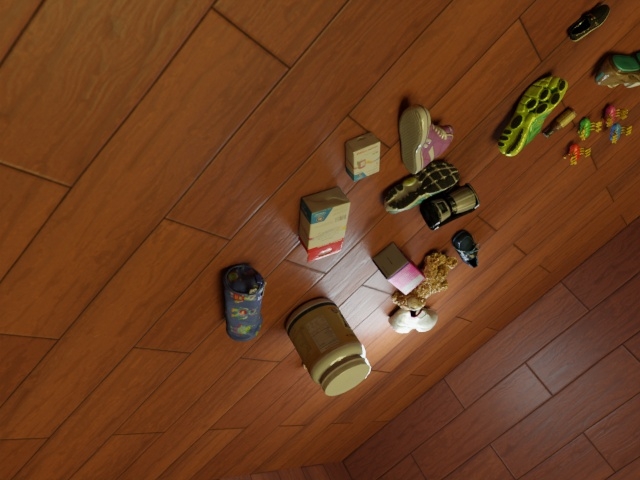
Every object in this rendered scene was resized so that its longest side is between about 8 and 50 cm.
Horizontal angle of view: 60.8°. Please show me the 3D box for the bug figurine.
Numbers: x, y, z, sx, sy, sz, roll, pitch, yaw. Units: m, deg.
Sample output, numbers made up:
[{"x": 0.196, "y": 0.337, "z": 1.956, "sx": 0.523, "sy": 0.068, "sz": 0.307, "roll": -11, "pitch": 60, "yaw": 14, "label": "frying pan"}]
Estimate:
[{"x": 1.094, "y": -0.424, "z": 2.158, "sx": 0.279, "sy": 0.072, "sz": 0.216, "roll": -26, "pitch": 140, "yaw": -3, "label": "bug figurine"}]

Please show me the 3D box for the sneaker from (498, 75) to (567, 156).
[{"x": 0.703, "y": -0.420, "z": 1.827, "sx": 0.123, "sy": 0.109, "sz": 0.295, "roll": -24, "pitch": 151, "yaw": -58, "label": "sneaker"}]

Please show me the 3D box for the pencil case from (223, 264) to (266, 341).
[{"x": -0.245, "y": 0.206, "z": 1.768, "sx": 0.133, "sy": 0.119, "sz": 0.306, "roll": 0, "pitch": 140, "yaw": -8, "label": "pencil case"}]

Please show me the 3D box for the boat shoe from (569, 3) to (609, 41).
[{"x": 0.810, "y": -0.659, "z": 1.640, "sx": 0.133, "sy": 0.049, "sz": 0.042, "roll": -40, "pitch": 154, "yaw": 17, "label": "boat shoe"}]

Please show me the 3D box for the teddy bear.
[{"x": 0.454, "y": 0.185, "z": 2.348, "sx": 0.338, "sy": 0.113, "sz": 0.245, "roll": -44, "pitch": 143, "yaw": 14, "label": "teddy bear"}]

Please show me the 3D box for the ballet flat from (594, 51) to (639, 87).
[{"x": 1.097, "y": -0.592, "z": 1.930, "sx": 0.343, "sy": 0.116, "sz": 0.124, "roll": -13, "pitch": 162, "yaw": -27, "label": "ballet flat"}]

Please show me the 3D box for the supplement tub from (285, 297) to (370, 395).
[{"x": 0.028, "y": 0.403, "z": 2.071, "sx": 0.228, "sy": 0.316, "sz": 0.228, "roll": -23, "pitch": 145, "yaw": -17, "label": "supplement tub"}]

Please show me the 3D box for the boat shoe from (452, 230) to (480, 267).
[{"x": 0.643, "y": 0.039, "z": 2.340, "sx": 0.109, "sy": 0.089, "sz": 0.258, "roll": -40, "pitch": 146, "yaw": 9, "label": "boat shoe"}]

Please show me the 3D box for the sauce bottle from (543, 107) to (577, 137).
[{"x": 0.874, "y": -0.429, "z": 1.994, "sx": 0.128, "sy": 0.042, "sz": 0.042, "roll": -41, "pitch": 146, "yaw": 15, "label": "sauce bottle"}]

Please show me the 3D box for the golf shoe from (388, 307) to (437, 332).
[{"x": 0.462, "y": 0.355, "z": 2.570, "sx": 0.306, "sy": 0.115, "sz": 0.140, "roll": -2, "pitch": 132, "yaw": -40, "label": "golf shoe"}]

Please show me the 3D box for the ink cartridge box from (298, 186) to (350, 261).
[{"x": 0.007, "y": -0.046, "z": 1.705, "sx": 0.134, "sy": 0.078, "sz": 0.231, "roll": -18, "pitch": 143, "yaw": -22, "label": "ink cartridge box"}]

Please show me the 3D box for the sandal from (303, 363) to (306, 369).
[{"x": 0.038, "y": 0.509, "z": 2.430, "sx": 0.265, "sy": 0.076, "sz": 0.102, "roll": -39, "pitch": 146, "yaw": 7, "label": "sandal"}]

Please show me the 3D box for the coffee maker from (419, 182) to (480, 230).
[{"x": 0.462, "y": -0.109, "z": 1.974, "sx": 0.178, "sy": 0.120, "sz": 0.171, "roll": -23, "pitch": 146, "yaw": -15, "label": "coffee maker"}]

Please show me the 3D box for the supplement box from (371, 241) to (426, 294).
[{"x": 0.309, "y": 0.113, "z": 2.131, "sx": 0.114, "sy": 0.111, "sz": 0.220, "roll": -40, "pitch": 147, "yaw": 8, "label": "supplement box"}]

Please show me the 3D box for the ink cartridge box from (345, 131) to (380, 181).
[{"x": 0.122, "y": -0.242, "z": 1.579, "sx": 0.089, "sy": 0.052, "sz": 0.122, "roll": -25, "pitch": 144, "yaw": -13, "label": "ink cartridge box"}]

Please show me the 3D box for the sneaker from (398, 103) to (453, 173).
[{"x": 0.320, "y": -0.328, "z": 1.609, "sx": 0.161, "sy": 0.102, "sz": 0.282, "roll": -33, "pitch": 157, "yaw": -8, "label": "sneaker"}]

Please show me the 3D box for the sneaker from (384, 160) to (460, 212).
[{"x": 0.333, "y": -0.176, "z": 1.827, "sx": 0.275, "sy": 0.107, "sz": 0.110, "roll": -27, "pitch": 166, "yaw": -3, "label": "sneaker"}]
